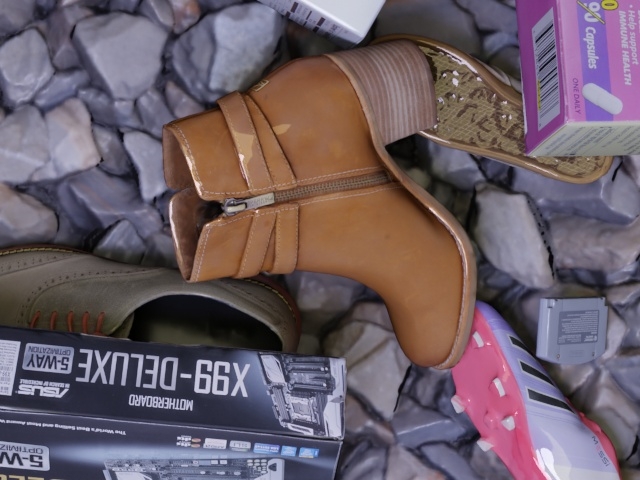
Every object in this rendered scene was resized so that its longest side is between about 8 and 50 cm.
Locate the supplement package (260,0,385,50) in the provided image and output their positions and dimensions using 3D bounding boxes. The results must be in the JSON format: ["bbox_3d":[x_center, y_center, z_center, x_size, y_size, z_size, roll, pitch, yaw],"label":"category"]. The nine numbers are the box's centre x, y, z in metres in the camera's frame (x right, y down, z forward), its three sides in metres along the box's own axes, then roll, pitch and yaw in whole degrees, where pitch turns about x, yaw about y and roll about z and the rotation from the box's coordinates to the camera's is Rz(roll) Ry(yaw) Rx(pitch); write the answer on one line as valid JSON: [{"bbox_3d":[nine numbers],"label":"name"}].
[{"bbox_3d":[-0.038,-0.296,1.433,0.262,0.198,0.199,30,91,-4],"label":"supplement package"}]

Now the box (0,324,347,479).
[{"bbox_3d":[-0.144,0.164,1.436,0.307,0.242,0.077,6,56,-4],"label":"box"}]

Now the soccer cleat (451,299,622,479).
[{"bbox_3d":[0.184,0.153,1.538,0.095,0.083,0.248,-27,88,-32],"label":"soccer cleat"}]

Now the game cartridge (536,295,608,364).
[{"bbox_3d":[0.205,0.073,1.533,0.083,0.017,0.056,1,90,-47],"label":"game cartridge"}]

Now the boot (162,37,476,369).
[{"bbox_3d":[0.000,0.000,1.441,0.220,0.109,0.283,-22,118,-25],"label":"boot"}]

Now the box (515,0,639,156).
[{"bbox_3d":[0.282,-0.182,1.463,0.242,0.117,0.214,-1,80,-10],"label":"box"}]

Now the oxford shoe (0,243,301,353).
[{"bbox_3d":[-0.188,0.065,1.479,0.348,0.130,0.123,-3,93,-3],"label":"oxford shoe"}]

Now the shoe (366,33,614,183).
[{"bbox_3d":[0.132,-0.103,1.525,0.219,0.058,0.077,26,96,-2],"label":"shoe"}]
